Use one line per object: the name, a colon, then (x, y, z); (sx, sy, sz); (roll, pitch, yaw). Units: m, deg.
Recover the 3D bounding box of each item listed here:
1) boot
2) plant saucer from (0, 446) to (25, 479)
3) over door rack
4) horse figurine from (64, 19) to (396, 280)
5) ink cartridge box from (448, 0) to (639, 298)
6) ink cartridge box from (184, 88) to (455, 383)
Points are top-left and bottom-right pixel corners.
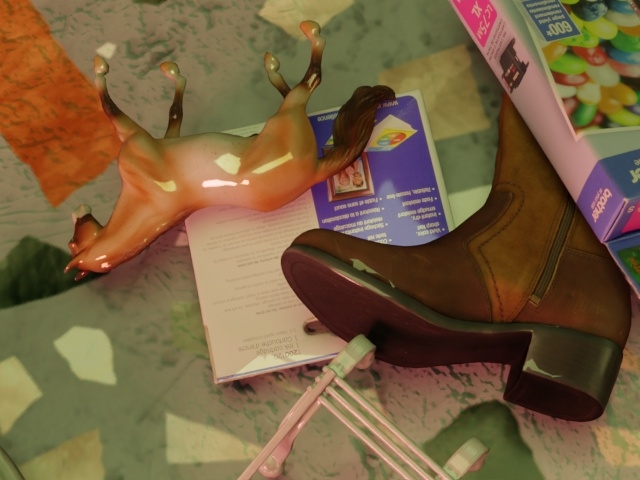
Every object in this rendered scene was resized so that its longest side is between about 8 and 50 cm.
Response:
boot: (0.127, -0.036, 1.385); (0.264, 0.096, 0.280); (18, 62, 0)
plant saucer: (-0.389, 0.266, 1.313); (0.401, 0.100, 0.400); (-6, 61, 10)
over door rack: (0.006, 0.261, 1.308); (0.239, 0.108, 0.324); (42, 90, 13)
horse figurine: (-0.073, -0.074, 1.426); (0.263, 0.066, 0.174); (-7, 62, 6)
ink cartridge box: (0.245, -0.110, 1.409); (0.186, 0.065, 0.311); (-13, 59, -24)
ink cartridge box: (0.000, 0.000, 1.447); (0.206, 0.045, 0.208); (-12, 66, 0)
